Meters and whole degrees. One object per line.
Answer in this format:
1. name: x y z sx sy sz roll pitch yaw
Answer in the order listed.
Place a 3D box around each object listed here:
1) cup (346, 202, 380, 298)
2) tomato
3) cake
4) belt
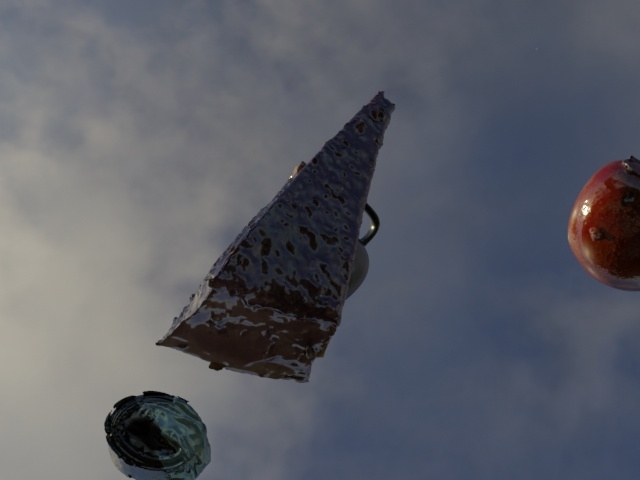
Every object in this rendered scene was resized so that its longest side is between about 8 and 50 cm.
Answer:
1. cup: 0.000 0.000 1.381 0.223 0.169 0.177 -41 -63 -19
2. tomato: 0.397 -0.015 1.039 0.167 0.167 0.168 3 -76 14
3. cake: -0.003 -0.007 0.658 0.112 0.295 0.116 35 -42 -5
4. belt: -0.200 0.246 1.001 0.140 0.105 0.058 20 -40 21
